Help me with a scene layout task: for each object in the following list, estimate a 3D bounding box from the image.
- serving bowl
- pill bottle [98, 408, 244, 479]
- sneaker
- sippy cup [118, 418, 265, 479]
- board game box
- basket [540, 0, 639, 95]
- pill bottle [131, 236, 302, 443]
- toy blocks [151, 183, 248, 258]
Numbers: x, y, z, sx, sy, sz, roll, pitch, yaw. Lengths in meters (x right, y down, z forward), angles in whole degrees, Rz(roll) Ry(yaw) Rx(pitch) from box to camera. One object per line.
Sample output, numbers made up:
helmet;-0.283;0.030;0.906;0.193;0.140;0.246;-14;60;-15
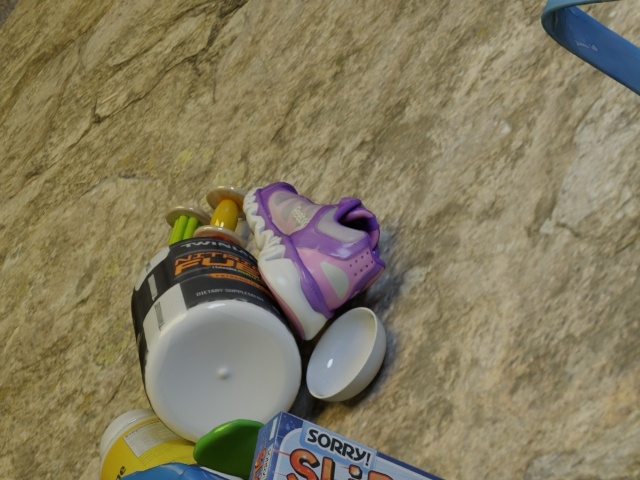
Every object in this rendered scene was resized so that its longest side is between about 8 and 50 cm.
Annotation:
serving bowl;0.026;0.096;1.355;0.083;0.027;0.083;-39;32;30
pill bottle;-0.126;0.206;1.396;0.103;0.103;0.184;-56;27;0
sneaker;0.000;0.000;1.446;0.104;0.095;0.236;-32;21;4
sippy cup;-0.050;0.261;1.083;0.240;0.224;0.305;-57;28;-2
board game box;0.044;0.203;1.017;0.035;0.201;0.136;-46;26;48
basket;0.285;-0.068;0.832;0.255;0.289;0.201;-1;59;59
pill bottle;-0.097;0.074;1.449;0.130;0.130;0.245;-52;18;7
toy blocks;-0.127;0.028;1.649;0.123;0.054;0.148;-24;41;45
